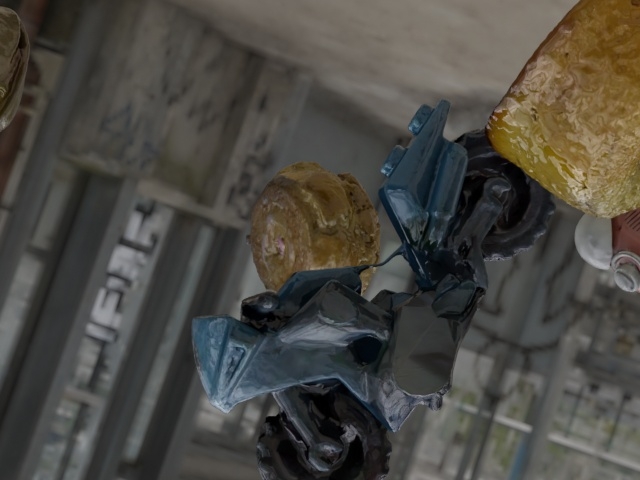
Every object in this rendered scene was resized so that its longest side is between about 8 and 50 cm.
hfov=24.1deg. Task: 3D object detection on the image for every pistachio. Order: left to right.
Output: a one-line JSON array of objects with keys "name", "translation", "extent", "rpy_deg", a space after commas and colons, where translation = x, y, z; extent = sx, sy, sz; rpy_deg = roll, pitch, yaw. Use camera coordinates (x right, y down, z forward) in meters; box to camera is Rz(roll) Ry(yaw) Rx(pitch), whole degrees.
[{"name": "pistachio", "translation": [-0.285, -0.138, 1.213], "extent": [0.113, 0.113, 0.149], "rpy_deg": [22, -156, -39]}]

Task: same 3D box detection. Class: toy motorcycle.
[{"name": "toy motorcycle", "translation": [0.038, 0.048, 1.404], "extent": [0.232, 0.416, 0.172], "rpy_deg": [34, 178, -3]}]

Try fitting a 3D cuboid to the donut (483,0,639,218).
[{"name": "donut", "translation": [0.284, -0.129, 1.232], "extent": [0.110, 0.303, 0.303], "rpy_deg": [54, -171, 20]}]

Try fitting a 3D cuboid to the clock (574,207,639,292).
[{"name": "clock", "translation": [0.365, -0.008, 1.562], "extent": [0.166, 0.162, 0.092], "rpy_deg": [37, 156, 27]}]

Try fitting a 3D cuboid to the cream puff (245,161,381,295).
[{"name": "cream puff", "translation": [0.000, 0.000, 1.736], "extent": [0.129, 0.189, 0.189], "rpy_deg": [1, -174, -31]}]
